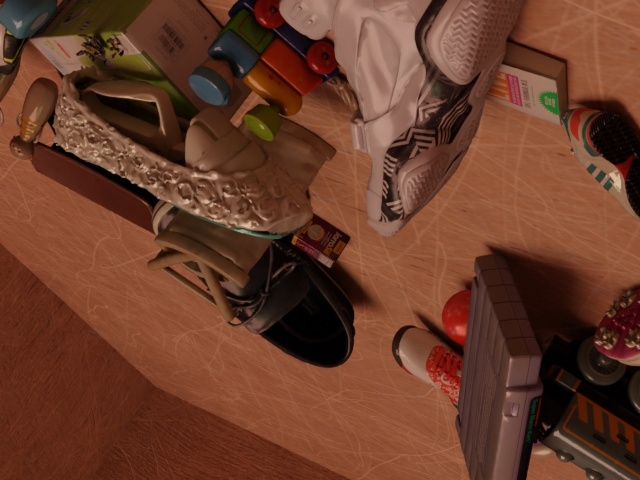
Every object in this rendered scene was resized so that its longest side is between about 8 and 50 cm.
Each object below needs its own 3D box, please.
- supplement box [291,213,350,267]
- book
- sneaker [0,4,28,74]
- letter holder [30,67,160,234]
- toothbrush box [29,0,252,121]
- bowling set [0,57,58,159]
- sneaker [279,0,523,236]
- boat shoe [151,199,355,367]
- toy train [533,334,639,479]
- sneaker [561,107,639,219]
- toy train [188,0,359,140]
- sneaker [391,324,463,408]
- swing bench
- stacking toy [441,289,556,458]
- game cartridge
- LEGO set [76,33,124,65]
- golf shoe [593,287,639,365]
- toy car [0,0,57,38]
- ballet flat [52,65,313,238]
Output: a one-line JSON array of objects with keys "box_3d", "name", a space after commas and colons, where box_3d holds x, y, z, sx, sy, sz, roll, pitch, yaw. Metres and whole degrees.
[{"box_3d": [0.000, 0.000, 1.956, 0.083, 0.055, 0.043, 32, 161, 3], "name": "supplement box"}, {"box_3d": [0.199, -0.181, 1.250, 0.144, 0.035, 0.096, 23, 162, 24], "name": "book"}, {"box_3d": [-0.504, -0.344, 1.725, 0.147, 0.145, 0.385, 24, 176, -15], "name": "sneaker"}, {"box_3d": [-0.374, -0.172, 2.009, 0.302, 0.152, 0.214, 27, 158, 20], "name": "letter holder"}, {"box_3d": [-0.254, -0.262, 1.643, 0.283, 0.122, 0.206, 11, 150, 51], "name": "toothbrush box"}, {"box_3d": [-0.610, -0.268, 1.962, 0.287, 0.154, 0.200, 42, -155, 31], "name": "bowling set"}, {"box_3d": [0.067, -0.181, 1.206, 0.210, 0.137, 0.365, 34, 137, 16], "name": "sneaker"}, {"box_3d": [-0.098, 0.070, 2.042, 0.500, 0.187, 0.156, 43, -164, -37], "name": "boat shoe"}, {"box_3d": [0.452, 0.281, 1.696, 0.334, 0.190, 0.142, 33, 160, 3], "name": "toy train"}, {"box_3d": [0.319, -0.089, 1.254, 0.161, 0.057, 0.075, 46, 174, -34], "name": "sneaker"}, {"box_3d": [-0.039, -0.182, 1.449, 0.248, 0.143, 0.105, 40, 160, -16], "name": "toy train"}, {"box_3d": [0.258, 0.243, 2.074, 0.270, 0.090, 0.145, 42, 159, -32], "name": "sneaker"}, {"box_3d": [-0.127, -0.044, 1.754, 0.165, 0.253, 0.254, 34, 160, 1], "name": "swing bench"}, {"box_3d": [0.305, 0.209, 1.864, 0.141, 0.141, 0.330, 6, 142, 54], "name": "stacking toy"}, {"box_3d": [0.259, 0.227, 1.678, 0.230, 0.068, 0.355, -106, 14, -51], "name": "game cartridge"}, {"box_3d": [-0.291, -0.257, 1.514, 0.083, 0.023, 0.054, 11, 151, 25], "name": "LEGO set"}, {"box_3d": [0.466, 0.126, 1.431, 0.140, 0.115, 0.306, 36, 162, -15], "name": "golf shoe"}, {"box_3d": [-0.395, -0.381, 1.498, 0.219, 0.210, 0.238, 46, 173, -2], "name": "toy car"}, {"box_3d": [-0.195, -0.127, 1.512, 0.409, 0.147, 0.147, 22, 158, 22], "name": "ballet flat"}]
